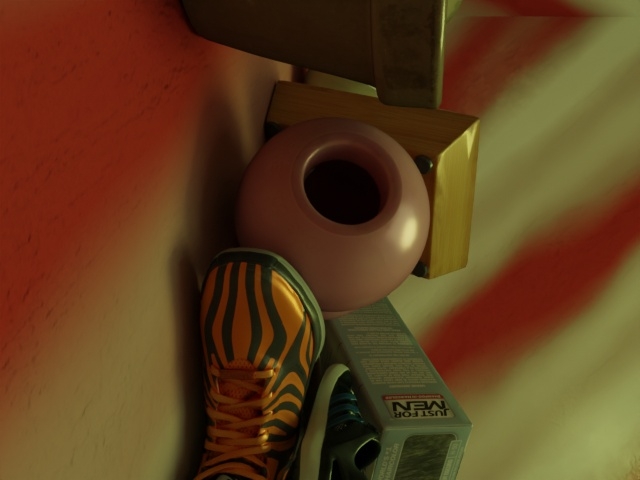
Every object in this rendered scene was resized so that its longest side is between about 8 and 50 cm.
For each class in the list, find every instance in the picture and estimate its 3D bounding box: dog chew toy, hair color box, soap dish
[{"bbox_3d":[0.000,0.000,0.819,0.332,0.206,0.207,114,-17,-69],"label":"dog chew toy"},{"bbox_3d":[0.053,0.200,0.936,0.374,0.113,0.186,-119,-144,-60],"label":"hair color box"},{"bbox_3d":[0.060,-0.079,0.953,0.118,0.290,0.229,-47,144,-45],"label":"soap dish"}]

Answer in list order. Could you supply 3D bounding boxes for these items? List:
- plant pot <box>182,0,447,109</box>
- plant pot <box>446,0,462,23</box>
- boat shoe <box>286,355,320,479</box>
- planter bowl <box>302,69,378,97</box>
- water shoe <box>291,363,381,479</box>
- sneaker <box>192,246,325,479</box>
[{"bbox_3d":[0.002,-0.249,0.620,0.263,0.229,0.263,2,90,-81],"label":"plant pot"},{"bbox_3d":[0.091,-0.438,1.194,0.274,0.256,0.257,-45,140,-53],"label":"plant pot"},{"bbox_3d":[-0.045,0.248,0.896,0.098,0.109,0.303,-50,143,-86],"label":"boat shoe"},{"bbox_3d":[0.031,-0.203,1.131,0.109,0.162,0.162,-61,173,7],"label":"planter bowl"},{"bbox_3d":[0.024,0.207,0.734,0.203,0.080,0.073,-65,168,-63],"label":"water shoe"},{"bbox_3d":[-0.067,0.175,0.669,0.180,0.124,0.321,-75,165,-56],"label":"sneaker"}]
